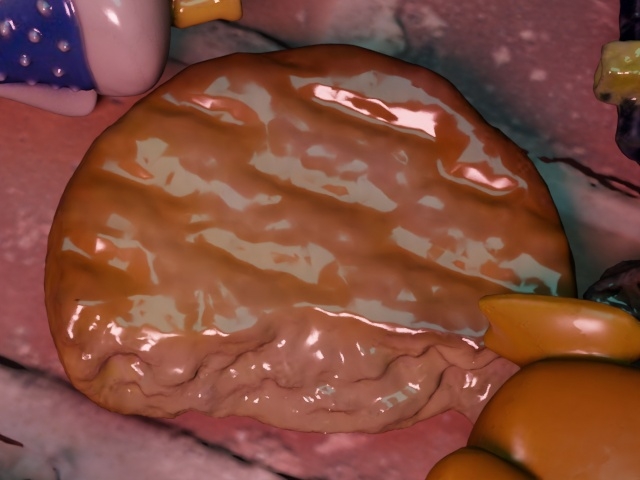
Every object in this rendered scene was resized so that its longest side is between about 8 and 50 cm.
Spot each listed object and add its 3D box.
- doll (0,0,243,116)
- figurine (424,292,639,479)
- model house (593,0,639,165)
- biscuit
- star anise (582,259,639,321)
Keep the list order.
[{"bbox_3d":[-0.185,-0.105,1.057,0.293,0.138,0.119,-20,51,-7],"label":"doll"},{"bbox_3d":[0.117,0.156,0.899,0.215,0.215,0.228,34,74,14],"label":"figurine"},{"bbox_3d":[0.261,-0.132,1.106,0.211,0.170,0.194,6,61,-1],"label":"model house"},{"bbox_3d":[0.000,0.001,1.042,0.274,0.091,0.213,7,61,0],"label":"biscuit"},{"bbox_3d":[0.260,0.023,1.014,0.223,0.236,0.109,24,17,10],"label":"star anise"}]
